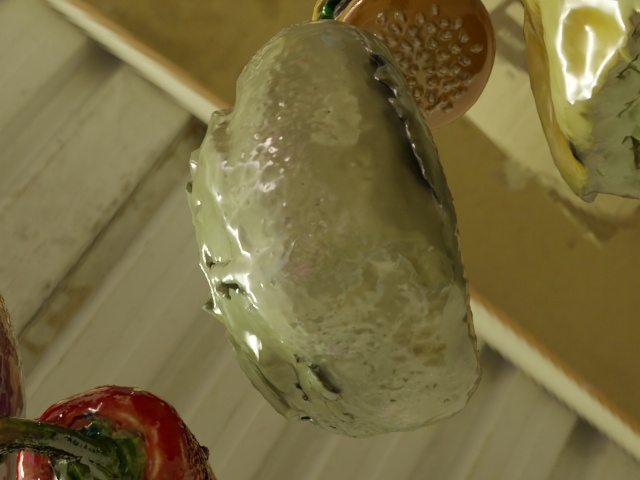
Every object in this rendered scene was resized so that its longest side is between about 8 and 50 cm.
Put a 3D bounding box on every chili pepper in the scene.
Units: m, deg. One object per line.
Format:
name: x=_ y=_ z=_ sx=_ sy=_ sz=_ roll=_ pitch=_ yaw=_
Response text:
chili pepper: x=-0.104 y=0.160 z=0.841 sx=0.110 sy=0.387 sz=0.110 roll=-3 pitch=-112 yaw=8

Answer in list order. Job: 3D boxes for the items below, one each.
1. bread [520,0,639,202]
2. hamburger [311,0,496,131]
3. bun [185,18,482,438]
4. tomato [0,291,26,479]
bread: x=0.166 y=-0.154 z=0.611 sx=0.239 sy=0.196 sz=0.252 roll=15 pitch=-128 yaw=-28
hamburger: x=0.069 y=-0.168 z=1.204 sx=0.162 sy=0.162 sz=0.115 roll=17 pitch=-159 yaw=-19
bun: x=0.000 y=0.000 z=0.763 sx=0.141 sy=0.239 sz=0.239 roll=-13 pitch=-112 yaw=0
tomato: x=-0.303 y=0.123 z=1.047 sx=0.176 sy=0.334 sz=0.289 roll=14 pitch=-150 yaw=-5
